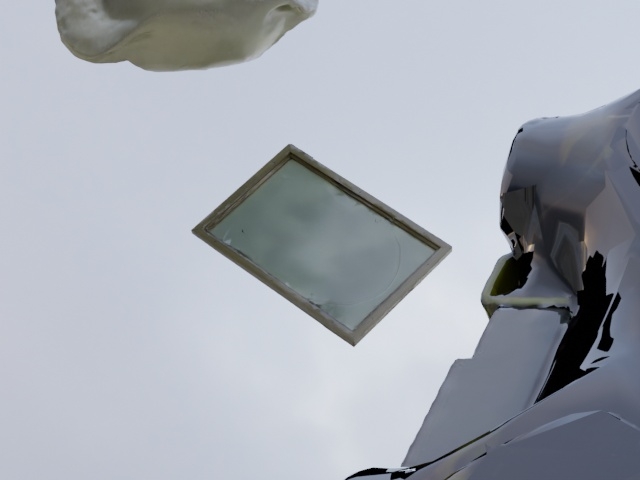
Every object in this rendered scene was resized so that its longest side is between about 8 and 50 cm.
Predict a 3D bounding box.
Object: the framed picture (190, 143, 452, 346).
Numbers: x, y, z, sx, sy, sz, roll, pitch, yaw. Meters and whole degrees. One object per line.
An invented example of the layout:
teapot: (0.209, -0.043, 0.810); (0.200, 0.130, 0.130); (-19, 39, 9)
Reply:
framed picture: (0.000, 0.000, 1.430); (0.201, 0.136, 0.010); (33, -27, 27)

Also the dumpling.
dumpling: (-0.120, -0.223, 1.418); (0.250, 0.162, 0.132); (-10, -39, -23)

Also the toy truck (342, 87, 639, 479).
toy truck: (0.122, 0.126, 0.518); (0.181, 0.405, 0.254); (2, -51, 28)
